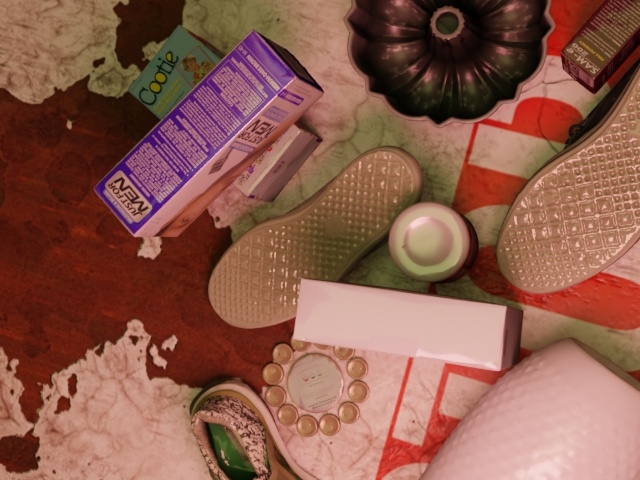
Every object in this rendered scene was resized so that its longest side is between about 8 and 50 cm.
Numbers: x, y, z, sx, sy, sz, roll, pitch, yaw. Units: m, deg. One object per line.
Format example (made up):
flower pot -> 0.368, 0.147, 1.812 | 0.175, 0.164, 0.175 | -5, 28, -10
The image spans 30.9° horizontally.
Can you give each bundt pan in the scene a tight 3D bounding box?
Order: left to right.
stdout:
bundt pan -> 0.211, -0.336, 1.855 | 0.331, 0.124, 0.330 | -1, 87, 14

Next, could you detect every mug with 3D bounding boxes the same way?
mug -> 0.377, 0.344, 1.723 | 0.374, 0.276, 0.328 | 31, 99, -20

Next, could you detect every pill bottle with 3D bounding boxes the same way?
pill bottle -> 0.181, 0.007, 1.794 | 0.121, 0.221, 0.121 | -1, 87, 14

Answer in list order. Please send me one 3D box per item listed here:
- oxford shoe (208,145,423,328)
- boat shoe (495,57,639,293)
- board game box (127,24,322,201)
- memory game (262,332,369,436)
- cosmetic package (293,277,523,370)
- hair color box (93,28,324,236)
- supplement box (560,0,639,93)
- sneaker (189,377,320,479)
oxford shoe -> 0.000, 0.000, 1.896 | 0.449, 0.130, 0.169 | -38, 85, 24
boat shoe -> 0.458, -0.121, 1.774 | 0.187, 0.156, 0.500 | 38, 108, 8
board game box -> -0.156, -0.208, 1.927 | 0.275, 0.142, 0.144 | 42, 98, 12
memory game -> -0.007, 0.237, 1.936 | 0.186, 0.012, 0.186 | -1, 87, 13
cosmetic package -> 0.145, 0.124, 1.717 | 0.285, 0.377, 0.097 | 5, 87, 13
hair color box -> -0.164, -0.153, 1.758 | 0.339, 0.185, 0.110 | -42, 81, 10
supplement box -> 0.476, -0.347, 1.787 | 0.073, 0.130, 0.239 | 42, 96, 13
sneaker -> -0.089, 0.413, 1.856 | 0.158, 0.182, 0.410 | -42, 83, 11
